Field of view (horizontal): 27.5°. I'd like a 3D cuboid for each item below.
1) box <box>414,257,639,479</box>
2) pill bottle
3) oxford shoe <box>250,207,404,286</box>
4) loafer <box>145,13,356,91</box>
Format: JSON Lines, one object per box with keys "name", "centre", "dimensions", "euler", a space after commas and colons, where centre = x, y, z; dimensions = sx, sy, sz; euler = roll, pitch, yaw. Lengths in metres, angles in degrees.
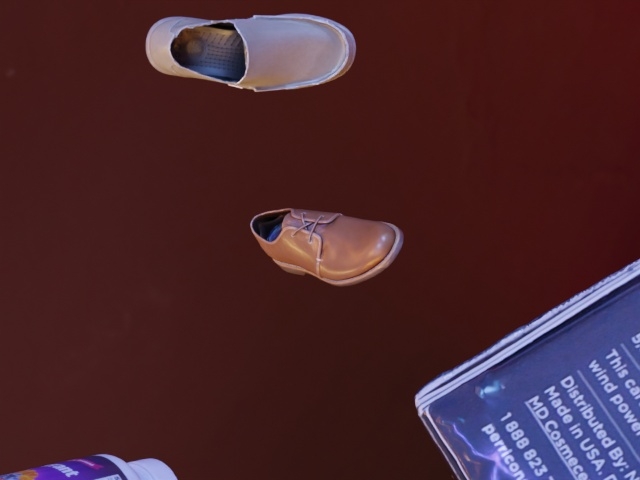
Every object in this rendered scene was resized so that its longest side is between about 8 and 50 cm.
{"name": "box", "centre": [0.364, 0.159, 0.879], "dimensions": [0.297, 0.471, 0.480], "euler": [57, 179, 26]}
{"name": "pill bottle", "centre": [-0.215, 0.245, 1.133], "dimensions": [0.108, 0.193, 0.108], "euler": [3, 95, 41]}
{"name": "oxford shoe", "centre": [0.000, 0.000, 1.408], "dimensions": [0.212, 0.076, 0.076], "euler": [0, 149, 48]}
{"name": "loafer", "centre": [-0.084, -0.234, 1.650], "dimensions": [0.092, 0.268, 0.102], "euler": [-118, 27, -71]}
